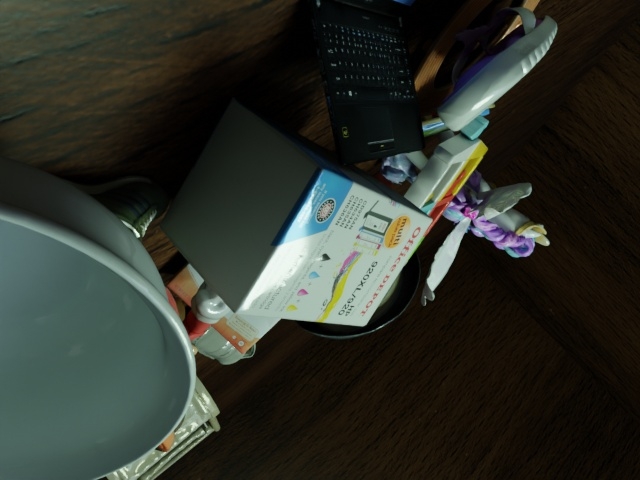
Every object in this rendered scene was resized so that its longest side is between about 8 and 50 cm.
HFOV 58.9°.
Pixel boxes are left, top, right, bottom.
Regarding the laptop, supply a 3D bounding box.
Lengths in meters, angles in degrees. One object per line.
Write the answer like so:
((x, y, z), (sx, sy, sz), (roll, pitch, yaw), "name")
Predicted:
((0.104, -0.232, 0.615), (0.136, 0.264, 0.234), (-7, -172, 33), "laptop")

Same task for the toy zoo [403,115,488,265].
((0.160, -0.057, 0.853), (0.293, 0.030, 0.192), (-58, 162, 25), "toy zoo")

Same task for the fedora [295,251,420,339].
((0.058, 0.047, 1.241), (0.334, 0.334, 0.152), (-38, 133, -18), "fedora")

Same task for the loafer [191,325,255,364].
((-0.196, 0.196, 1.169), (0.112, 0.111, 0.319), (-42, 167, -1), "loafer")

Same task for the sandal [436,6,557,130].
((0.247, -0.277, 0.822), (0.169, 0.102, 0.416), (-39, -174, 31), "sandal")

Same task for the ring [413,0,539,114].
((0.263, -0.348, 0.954), (0.336, 0.032, 0.336), (-40, 166, -12), "ring")

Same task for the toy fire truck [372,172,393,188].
((0.000, 0.000, 1.019), (0.302, 0.169, 0.254), (-42, 176, -1), "toy fire truck")

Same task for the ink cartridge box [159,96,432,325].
((-0.020, -0.019, 0.659), (0.233, 0.168, 0.171), (16, 110, -52), "ink cartridge box")

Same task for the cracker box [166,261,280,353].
((-0.088, 0.032, 0.843), (0.232, 0.156, 0.067), (-44, -169, 5), "cracker box")

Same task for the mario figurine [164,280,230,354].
((-0.218, 0.087, 0.662), (0.198, 0.170, 0.320), (-54, -170, -15), "mario figurine")

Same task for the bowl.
((-0.235, 0.044, 0.387), (0.298, 0.134, 0.298), (-5, 132, -6), "bowl")

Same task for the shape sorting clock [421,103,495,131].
((0.202, -0.213, 1.001), (0.206, 0.040, 0.206), (-16, -177, 1), "shape sorting clock")

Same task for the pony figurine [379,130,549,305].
((0.287, -0.079, 1.150), (0.351, 0.363, 0.303), (-28, 161, -48), "pony figurine")

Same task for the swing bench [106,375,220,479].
((-0.370, 0.420, 1.267), (0.253, 0.165, 0.254), (-36, 165, -24), "swing bench")

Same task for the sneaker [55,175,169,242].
((-0.198, -0.013, 0.542), (0.064, 0.086, 0.192), (-47, 167, 18), "sneaker")

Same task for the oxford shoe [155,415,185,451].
((-0.312, 0.256, 1.031), (0.363, 0.130, 0.132), (100, 15, -52), "oxford shoe")
